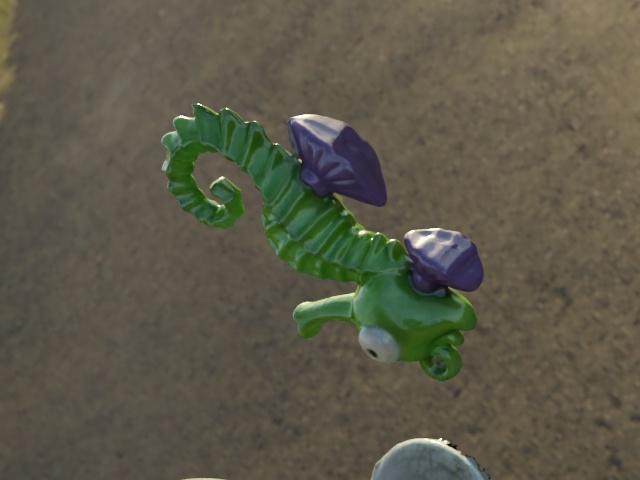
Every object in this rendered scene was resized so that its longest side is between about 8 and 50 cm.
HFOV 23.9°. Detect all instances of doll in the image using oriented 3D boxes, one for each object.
[{"bbox_3d":[0.000,0.000,0.753,0.115,0.190,0.050,-49,-3,39],"label":"doll"}]

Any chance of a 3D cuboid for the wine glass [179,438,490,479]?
[{"bbox_3d":[-0.027,0.171,0.738,0.126,0.241,0.126,7,99,50],"label":"wine glass"}]
